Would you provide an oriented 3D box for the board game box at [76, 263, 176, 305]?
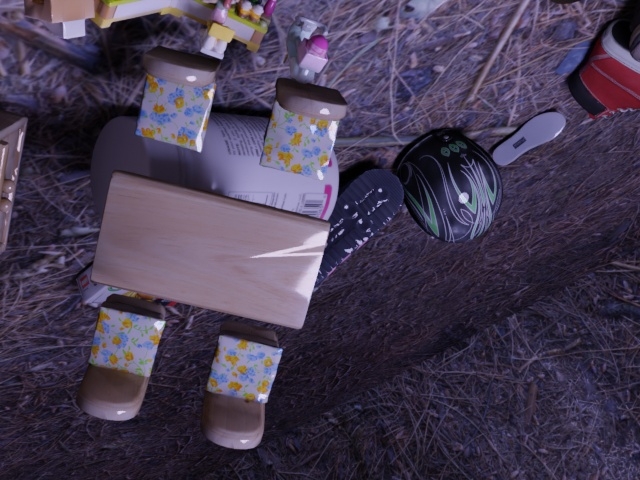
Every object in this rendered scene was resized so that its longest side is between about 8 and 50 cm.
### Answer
[{"bbox_3d":[-0.209,0.008,1.352,0.305,0.053,0.193,-36,156,28],"label":"board game box"}]

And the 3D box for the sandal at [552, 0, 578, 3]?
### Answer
[{"bbox_3d":[0.355,-0.363,1.061,0.219,0.060,0.090,-36,166,-7],"label":"sandal"}]

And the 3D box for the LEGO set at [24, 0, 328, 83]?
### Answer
[{"bbox_3d":[-0.120,-0.238,0.791,0.287,0.132,0.107,6,134,-32],"label":"LEGO set"}]

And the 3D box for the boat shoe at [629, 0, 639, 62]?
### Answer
[{"bbox_3d":[0.550,-0.368,1.136,0.132,0.130,0.355,19,146,-34],"label":"boat shoe"}]

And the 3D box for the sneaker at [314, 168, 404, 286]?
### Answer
[{"bbox_3d":[0.000,0.000,1.426,0.319,0.112,0.131,-33,-178,3],"label":"sneaker"}]

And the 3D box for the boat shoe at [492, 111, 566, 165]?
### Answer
[{"bbox_3d":[0.363,-0.179,1.514,0.142,0.049,0.040,-32,176,26],"label":"boat shoe"}]

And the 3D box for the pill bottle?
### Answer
[{"bbox_3d":[-0.128,-0.079,1.086,0.283,0.160,0.160,-1,150,-43],"label":"pill bottle"}]

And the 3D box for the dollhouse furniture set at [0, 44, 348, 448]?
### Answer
[{"bbox_3d":[-0.193,0.003,0.827,0.394,0.256,0.362,13,106,-7],"label":"dollhouse furniture set"}]

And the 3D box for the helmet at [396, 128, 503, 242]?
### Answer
[{"bbox_3d":[0.216,-0.081,1.409,0.169,0.161,0.169,-27,157,-12],"label":"helmet"}]

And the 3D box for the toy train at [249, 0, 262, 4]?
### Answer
[{"bbox_3d":[-0.080,-0.264,0.897,0.024,0.017,0.083,-35,158,1],"label":"toy train"}]

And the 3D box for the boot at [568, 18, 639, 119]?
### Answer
[{"bbox_3d":[0.513,-0.217,1.345,0.088,0.244,0.176,-52,172,-27],"label":"boot"}]
